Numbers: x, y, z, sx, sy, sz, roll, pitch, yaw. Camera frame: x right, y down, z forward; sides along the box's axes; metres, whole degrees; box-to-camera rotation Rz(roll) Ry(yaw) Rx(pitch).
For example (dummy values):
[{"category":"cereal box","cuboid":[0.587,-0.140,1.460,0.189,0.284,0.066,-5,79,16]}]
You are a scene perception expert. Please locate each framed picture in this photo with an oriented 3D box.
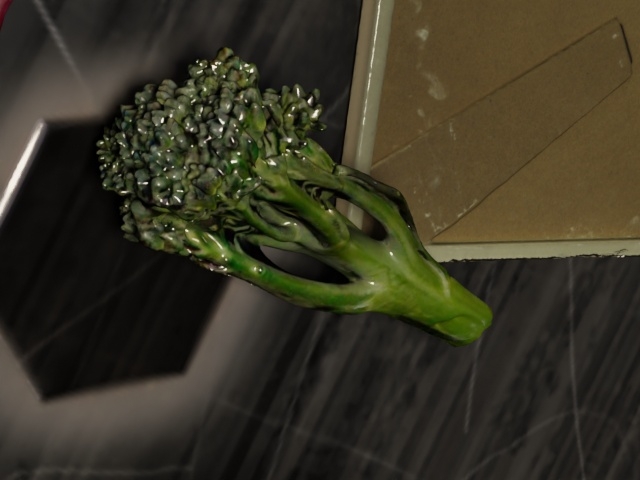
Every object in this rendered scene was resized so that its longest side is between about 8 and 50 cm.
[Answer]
[{"category":"framed picture","cuboid":[0.117,-0.079,0.845,0.250,0.016,0.184,-2,106,-36]}]

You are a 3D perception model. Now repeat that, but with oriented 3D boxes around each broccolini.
[{"category":"broccolini","cuboid":[-0.008,-0.008,0.752,0.091,0.068,0.203,-50,137,4]}]

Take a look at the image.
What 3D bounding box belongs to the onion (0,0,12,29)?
[{"category":"onion","cuboid":[-0.182,-0.116,0.525,0.230,0.163,0.230,11,90,-69]}]
